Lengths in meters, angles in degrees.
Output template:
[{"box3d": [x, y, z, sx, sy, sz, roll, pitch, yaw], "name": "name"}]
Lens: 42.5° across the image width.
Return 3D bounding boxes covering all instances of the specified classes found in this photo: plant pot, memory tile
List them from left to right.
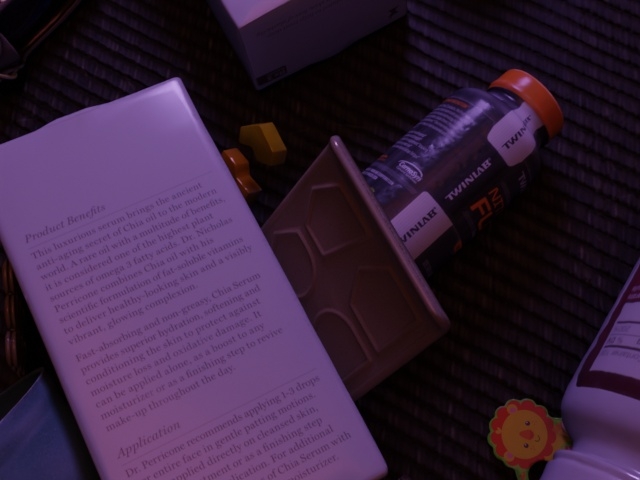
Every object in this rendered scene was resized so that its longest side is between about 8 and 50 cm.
[{"box3d": [-0.308, 0.290, 0.763, 0.293, 0.293, 0.196, -40, 100, -6], "name": "plant pot"}, {"box3d": [-0.323, 0.088, 0.874, 0.012, 0.148, 0.113, -4, 74, -15], "name": "memory tile"}]

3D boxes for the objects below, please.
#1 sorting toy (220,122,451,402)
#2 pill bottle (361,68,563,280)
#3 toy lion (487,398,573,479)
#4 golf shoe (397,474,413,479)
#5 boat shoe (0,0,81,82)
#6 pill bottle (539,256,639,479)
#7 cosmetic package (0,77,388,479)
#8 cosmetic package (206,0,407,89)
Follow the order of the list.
[{"box3d": [0.000, 0.000, 0.836, 0.041, 0.229, 0.307, -16, 68, -36], "name": "sorting toy"}, {"box3d": [0.141, -0.072, 0.871, 0.245, 0.130, 0.130, -42, 74, -6], "name": "pill bottle"}, {"box3d": [0.218, 0.211, 0.834, 0.096, 0.034, 0.100, -3, 74, 13], "name": "toy lion"}, {"box3d": [0.063, 0.326, 0.797, 0.086, 0.067, 0.186, 33, 80, 13], "name": "golf shoe"}, {"box3d": [-0.399, -0.251, 0.998, 0.096, 0.116, 0.324, 31, 74, 17], "name": "boat shoe"}, {"box3d": [0.358, 0.123, 0.730, 0.224, 0.224, 0.392, 30, 76, 14], "name": "pill bottle"}, {"box3d": [-0.147, 0.089, 0.823, 0.230, 0.161, 0.453, -24, 72, -14], "name": "cosmetic package"}, {"box3d": [-0.077, -0.400, 0.980, 0.217, 0.156, 0.385, -30, 72, -4], "name": "cosmetic package"}]
